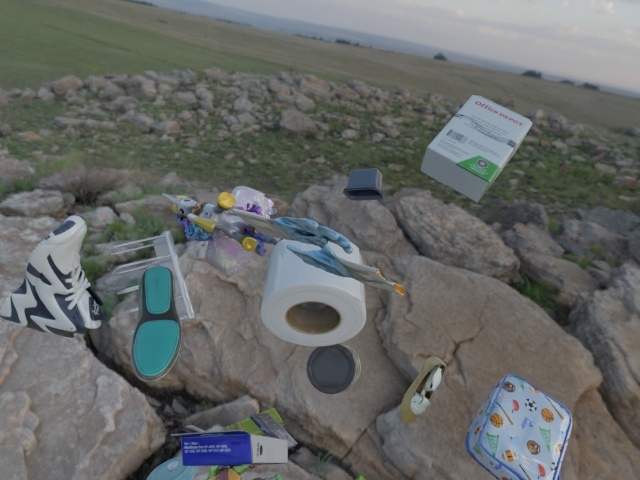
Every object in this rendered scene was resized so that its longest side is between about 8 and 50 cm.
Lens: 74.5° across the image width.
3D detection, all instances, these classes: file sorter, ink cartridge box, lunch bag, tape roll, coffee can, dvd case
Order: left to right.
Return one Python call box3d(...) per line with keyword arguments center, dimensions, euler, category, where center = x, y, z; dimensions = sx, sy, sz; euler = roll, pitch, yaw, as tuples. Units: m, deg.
box3d(center=(-0.533, 0.135, 1.308), dimensions=(0.173, 0.277, 0.193), euler=(-15, -2, -34), category="file sorter")
box3d(center=(-0.198, 0.491, 0.983), dimensions=(0.165, 0.332, 0.065), euler=(-8, 60, 11), category="ink cartridge box")
box3d(center=(-0.172, 0.711, 1.574), dimensions=(0.164, 0.018, 0.221), euler=(39, -10, 22), category="dvd case")
box3d(center=(-0.014, 0.120, 1.018), dimensions=(0.246, 0.246, 0.169), euler=(9, 44, -5), category="tape roll")
box3d(center=(0.064, 0.549, 1.826), dimensions=(0.202, 0.201, 0.275), euler=(18, -11, 14), category="coffee can")
box3d(center=(0.349, -0.210, 0.946), dimensions=(0.153, 0.087, 0.208), euler=(35, 67, 18), category="ink cartridge box")
box3d(center=(0.568, 0.556, 1.193), dimensions=(0.243, 0.115, 0.303), euler=(35, 54, 16), category="lunch bag")

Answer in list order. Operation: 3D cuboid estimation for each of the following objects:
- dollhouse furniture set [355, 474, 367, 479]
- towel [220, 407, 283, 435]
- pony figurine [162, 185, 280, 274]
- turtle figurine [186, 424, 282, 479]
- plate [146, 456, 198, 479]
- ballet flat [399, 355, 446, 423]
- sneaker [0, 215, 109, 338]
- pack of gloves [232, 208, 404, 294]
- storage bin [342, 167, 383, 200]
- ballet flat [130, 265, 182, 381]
box3d(center=(0.083, 1.048, 1.532), dimensions=(0.151, 0.301, 0.197), euler=(45, 13, 11), category="dollhouse furniture set")
box3d(center=(-0.276, 0.751, 1.699), dimensions=(0.237, 0.021, 0.102), euler=(-13, 30, -27), category="towel")
box3d(center=(-0.278, -0.053, 1.295), dimensions=(0.351, 0.302, 0.363), euler=(29, -10, -39), category="pony figurine")
box3d(center=(-0.252, 0.695, 1.252), dimensions=(0.266, 0.274, 0.198), euler=(-4, 17, -23), category="turtle figurine")
box3d(center=(-0.539, 0.839, 1.523), dimensions=(0.188, 0.024, 0.188), euler=(-11, 11, 2), category="plate")
box3d(center=(0.323, 0.473, 1.326), dimensions=(0.080, 0.232, 0.073), euler=(31, -11, -14), category="ballet flat")
box3d(center=(-0.413, 0.079, 0.712), dimensions=(0.153, 0.235, 0.094), euler=(35, 13, -19), category="sneaker")
box3d(center=(0.000, 0.000, 0.656), dimensions=(0.232, 0.046, 0.195), euler=(12, -22, 48), category="pack of gloves")
box3d(center=(0.160, -0.197, 1.487), dimensions=(0.135, 0.091, 0.098), euler=(2, -19, 32), category="storage bin")
box3d(center=(-0.262, 0.137, 0.680), dimensions=(0.072, 0.068, 0.213), euler=(1, 47, -19), category="ballet flat")
